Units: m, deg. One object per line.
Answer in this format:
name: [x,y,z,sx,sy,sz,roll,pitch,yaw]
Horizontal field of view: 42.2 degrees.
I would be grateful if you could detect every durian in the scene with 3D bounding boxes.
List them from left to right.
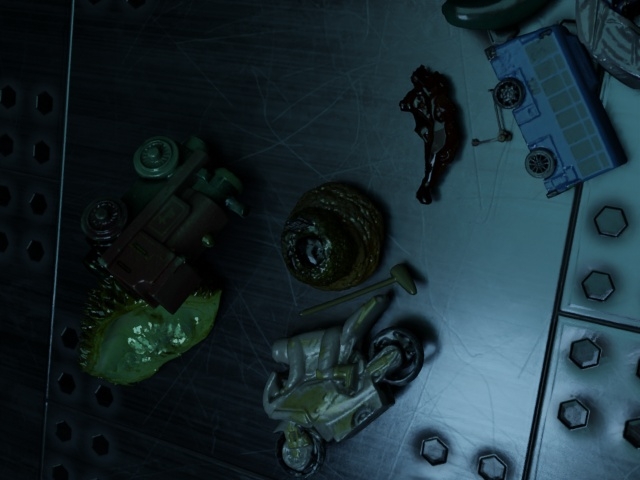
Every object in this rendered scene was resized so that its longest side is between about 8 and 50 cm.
durian: [-0.351,0.150,1.594,0.198,0.163,0.394,35,121,-24]

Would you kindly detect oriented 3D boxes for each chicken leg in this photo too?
chicken leg: [0.176,-0.169,1.307,0.089,0.048,0.219,-10,93,29]

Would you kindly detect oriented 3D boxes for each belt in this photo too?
belt: [0.518,-0.292,1.091,0.346,0.117,0.213,13,101,22]

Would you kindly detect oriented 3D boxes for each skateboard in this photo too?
skateboard: [0.257,-0.190,1.279,0.063,0.032,0.083,-6,97,36]

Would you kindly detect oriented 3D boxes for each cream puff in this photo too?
cream puff: [0.000,0.000,1.347,0.183,0.169,0.183,4,99,26]

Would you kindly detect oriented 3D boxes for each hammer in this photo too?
hammer: [0.060,0.096,1.343,0.195,0.028,0.060,-20,52,-8]

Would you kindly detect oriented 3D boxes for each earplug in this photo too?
earplug: [0.270,-0.470,1.188,0.257,0.163,0.280,-41,62,61]

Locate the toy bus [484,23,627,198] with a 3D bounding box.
toy bus: [0.339,-0.191,1.190,0.133,0.116,0.234,-24,87,29]

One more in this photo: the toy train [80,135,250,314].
toy train: [-0.262,-0.037,1.432,0.221,0.150,0.304,32,75,23]

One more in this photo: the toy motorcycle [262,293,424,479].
toy motorcycle: [0.013,0.231,1.407,0.340,0.108,0.223,-45,67,17]
